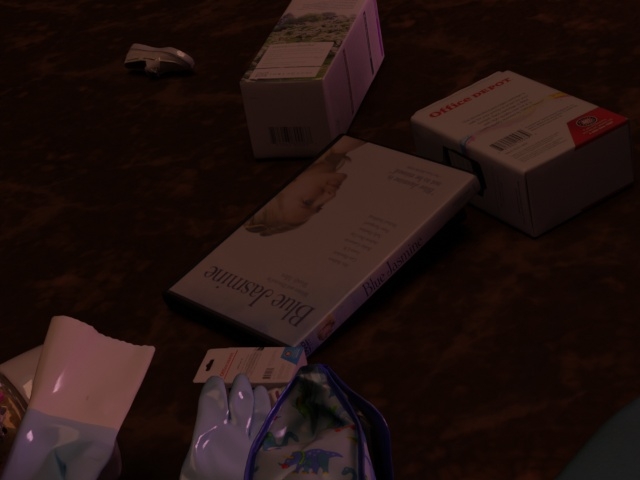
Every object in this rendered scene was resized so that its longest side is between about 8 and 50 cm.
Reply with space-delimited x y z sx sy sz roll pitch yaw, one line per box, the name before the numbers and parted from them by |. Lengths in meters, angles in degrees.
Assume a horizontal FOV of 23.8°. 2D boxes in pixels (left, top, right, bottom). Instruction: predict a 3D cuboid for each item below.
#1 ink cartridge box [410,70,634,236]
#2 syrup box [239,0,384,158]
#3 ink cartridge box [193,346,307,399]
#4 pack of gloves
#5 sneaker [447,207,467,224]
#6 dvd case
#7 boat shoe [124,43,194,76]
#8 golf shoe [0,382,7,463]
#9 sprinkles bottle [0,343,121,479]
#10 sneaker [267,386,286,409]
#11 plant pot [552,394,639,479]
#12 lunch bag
ink cartridge box | 0.188 -0.086 1.429 0.127 0.072 0.175 -27 33 -23
syrup box | -0.004 -0.187 1.646 0.093 0.096 0.237 0 32 17
ink cartridge box | -0.056 0.111 1.234 0.083 0.028 0.048 -2 32 18
pack of gloves | -0.115 0.152 1.048 0.195 0.046 0.232 17 42 -8
sneaker | 0.107 -0.032 1.412 0.031 0.035 0.083 -31 19 -17
dvd case | 0.000 0.000 1.365 0.180 0.022 0.253 21 54 43
boat shoe | -0.197 -0.213 1.830 0.100 0.035 0.035 14 67 32
golf shoe | -0.295 0.215 0.975 0.140 0.115 0.306 10 61 -5
sprinkles bottle | -0.322 0.204 1.088 0.355 0.121 0.121 -28 34 -24
sneaker | -0.025 0.149 1.150 0.098 0.038 0.069 15 39 39
plant pot | 0.239 0.179 0.888 0.165 0.165 0.234 6 29 29
lunch bag | 0.002 0.174 1.009 0.096 0.129 0.151 -5 29 3
